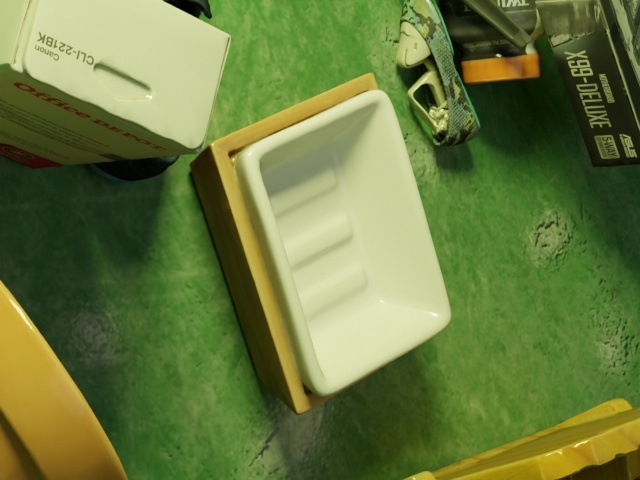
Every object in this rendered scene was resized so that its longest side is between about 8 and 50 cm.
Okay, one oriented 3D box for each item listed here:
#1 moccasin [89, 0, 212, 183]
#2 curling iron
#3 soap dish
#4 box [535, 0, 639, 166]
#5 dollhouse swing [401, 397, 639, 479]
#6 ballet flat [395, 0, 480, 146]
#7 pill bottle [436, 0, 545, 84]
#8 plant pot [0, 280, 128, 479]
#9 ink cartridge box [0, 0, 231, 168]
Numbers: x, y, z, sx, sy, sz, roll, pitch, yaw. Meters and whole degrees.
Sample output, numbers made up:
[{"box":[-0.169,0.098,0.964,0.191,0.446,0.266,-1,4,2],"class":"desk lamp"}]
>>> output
[{"box":[-0.147,-0.225,1.748,0.137,0.117,0.342,1,89,-40],"class":"moccasin"},{"box":[0.111,-0.291,1.949,0.274,0.035,0.068,36,77,-4],"class":"curling iron"},{"box":[0.000,0.000,1.868,0.229,0.118,0.291,-27,106,-37],"class":"soap dish"},{"box":[0.347,-0.275,2.100,0.242,0.076,0.307,65,35,-36],"class":"box"},{"box":[0.273,0.330,1.973,0.347,0.305,0.315,-13,98,-40],"class":"dollhouse swing"},{"box":[0.119,-0.188,2.010,0.070,0.070,0.188,-33,107,-35],"class":"ballet flat"},{"box":[0.191,-0.297,2.024,0.130,0.130,0.246,-9,95,-40],"class":"pill bottle"},{"box":[-0.319,0.168,1.517,0.203,0.291,0.291,-33,111,-18],"class":"plant pot"},{"box":[-0.240,-0.150,1.569,0.197,0.273,0.114,23,75,-38],"class":"ink cartridge box"}]
